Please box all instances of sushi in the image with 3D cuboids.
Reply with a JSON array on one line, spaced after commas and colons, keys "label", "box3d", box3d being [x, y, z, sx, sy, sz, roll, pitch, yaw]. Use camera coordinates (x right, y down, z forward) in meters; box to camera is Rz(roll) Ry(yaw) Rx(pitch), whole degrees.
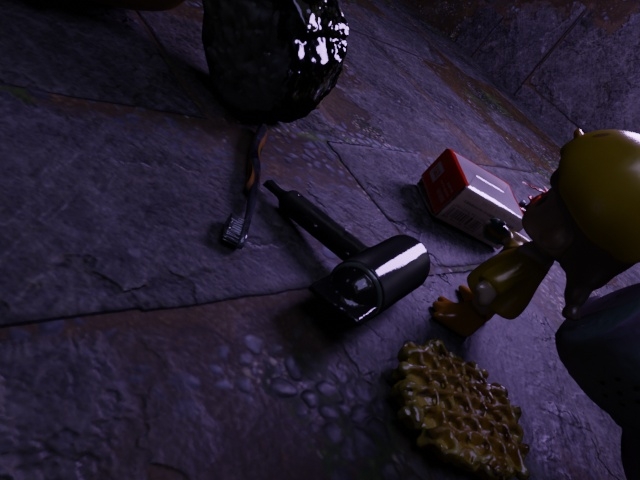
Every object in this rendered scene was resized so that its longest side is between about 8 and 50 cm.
[{"label": "sushi", "box3d": [-0.081, -0.368, 0.876, 0.171, 0.211, 0.350, -21, 99, -50]}]

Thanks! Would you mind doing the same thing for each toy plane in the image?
[{"label": "toy plane", "box3d": [0.523, -0.073, 1.337, 0.126, 0.077, 0.194, 32, 38, -2]}]

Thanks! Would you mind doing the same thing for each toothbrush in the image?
[{"label": "toothbrush", "box3d": [-0.094, -0.089, 0.755, 0.031, 0.023, 0.321, 31, 31, -17]}]

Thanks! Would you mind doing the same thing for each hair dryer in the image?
[{"label": "hair dryer", "box3d": [0.000, 0.000, 0.703, 0.248, 0.078, 0.196, 38, 29, 20]}]

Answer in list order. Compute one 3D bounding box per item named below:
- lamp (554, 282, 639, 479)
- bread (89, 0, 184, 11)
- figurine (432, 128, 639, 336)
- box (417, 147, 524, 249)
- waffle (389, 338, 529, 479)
[{"label": "lamp", "box3d": [0.413, 0.211, 0.631, 0.247, 0.247, 0.301, -32, 84, -38]}, {"label": "bread", "box3d": [-0.370, -0.538, 0.862, 0.376, 0.253, 0.348, -3, 45, -50]}, {"label": "figurine", "box3d": [0.314, 0.003, 0.741, 0.187, 0.343, 0.215, 45, 32, 2]}, {"label": "box", "box3d": [0.292, -0.078, 1.073, 0.182, 0.099, 0.133, 22, 36, -27]}, {"label": "waffle", "box3d": [0.155, 0.186, 0.621, 0.191, 0.038, 0.191, 27, 32, -18]}]
